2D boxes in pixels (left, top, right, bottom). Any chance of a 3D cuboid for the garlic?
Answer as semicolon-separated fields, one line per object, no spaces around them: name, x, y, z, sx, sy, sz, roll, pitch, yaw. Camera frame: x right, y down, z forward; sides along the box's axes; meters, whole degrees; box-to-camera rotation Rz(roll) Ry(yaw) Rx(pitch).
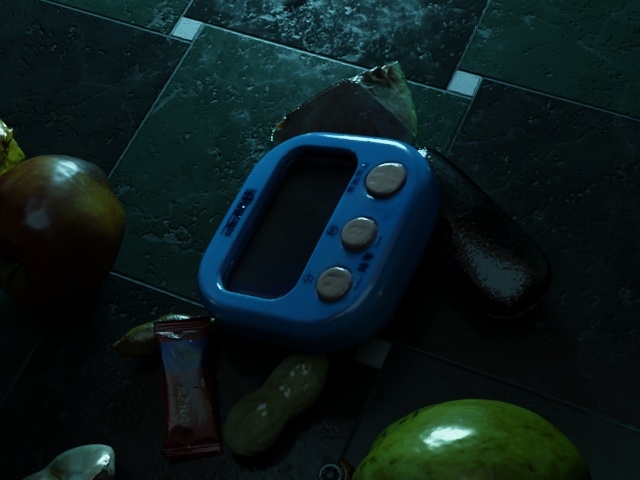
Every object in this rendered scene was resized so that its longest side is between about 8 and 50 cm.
garlic;-0.350;0.344;1.528;0.175;0.099;0.124;-23;45;-6

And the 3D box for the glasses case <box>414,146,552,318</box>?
glasses case;0.207;-0.015;1.673;0.122;0.082;0.321;-35;60;-12

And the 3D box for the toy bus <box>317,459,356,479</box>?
toy bus;-0.012;0.378;1.469;0.194;0.083;0.088;-43;67;-15

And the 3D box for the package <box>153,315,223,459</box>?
package;-0.188;0.206;1.605;0.083;0.022;0.200;-4;72;-10

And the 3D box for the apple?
apple;-0.392;-0.017;1.677;0.230;0.230;0.230;-3;59;5

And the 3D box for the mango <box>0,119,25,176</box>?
mango;-0.581;-0.048;1.749;0.199;0.201;0.350;0;58;57

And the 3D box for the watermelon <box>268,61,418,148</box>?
watermelon;0.051;-0.168;1.785;0.231;0.128;0.146;-30;86;10

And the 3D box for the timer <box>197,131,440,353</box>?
timer;0.000;0.000;1.624;0.309;0.115;0.340;10;60;33

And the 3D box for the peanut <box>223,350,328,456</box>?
peanut;-0.058;0.220;1.567;0.187;0.082;0.082;-41;63;-16

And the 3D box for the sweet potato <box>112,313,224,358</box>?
sweet potato;-0.208;0.133;1.660;0.195;0.056;0.056;-11;59;-7

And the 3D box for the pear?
pear;0.170;0.334;1.359;0.304;0.304;0.303;-3;59;5
